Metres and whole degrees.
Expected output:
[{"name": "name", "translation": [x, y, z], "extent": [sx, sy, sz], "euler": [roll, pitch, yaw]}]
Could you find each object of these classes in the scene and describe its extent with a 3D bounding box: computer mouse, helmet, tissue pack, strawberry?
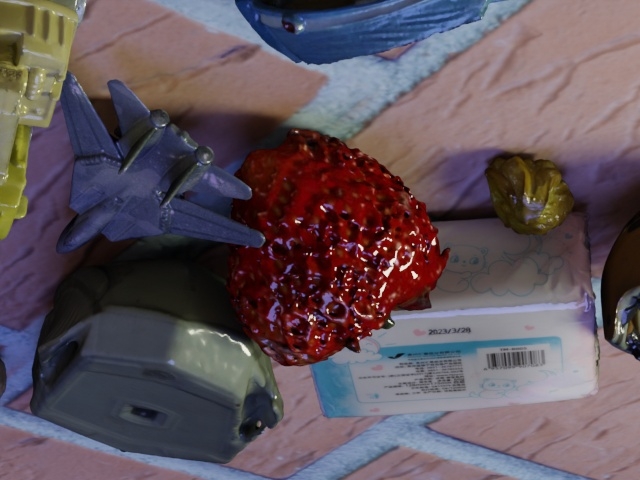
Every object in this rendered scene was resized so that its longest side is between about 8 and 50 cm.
[{"name": "computer mouse", "translation": [-0.155, 0.106, 1.826], "extent": [0.228, 0.145, 0.429], "euler": [13, 159, -10]}, {"name": "helmet", "translation": [0.344, 0.019, 1.700], "extent": [0.198, 0.130, 0.224], "euler": [21, 133, -39]}, {"name": "tissue pack", "translation": [0.120, 0.069, 1.784], "extent": [0.271, 0.124, 0.201], "euler": [-4, 150, 7]}, {"name": "strawberry", "translation": [0.000, 0.000, 1.623], "extent": [0.187, 0.184, 0.201], "euler": [-8, 129, 25]}]

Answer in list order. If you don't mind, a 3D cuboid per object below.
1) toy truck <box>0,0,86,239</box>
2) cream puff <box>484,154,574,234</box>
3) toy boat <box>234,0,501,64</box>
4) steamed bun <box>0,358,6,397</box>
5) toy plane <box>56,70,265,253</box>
[{"name": "toy truck", "translation": [-0.259, -0.099, 1.457], "extent": [0.124, 0.157, 0.272], "euler": [9, 148, -17]}, {"name": "cream puff", "translation": [0.180, -0.035, 1.670], "extent": [0.083, 0.058, 0.083], "euler": [9, 150, -12]}, {"name": "toy boat", "translation": [0.036, -0.197, 1.392], "extent": [0.215, 0.088, 0.102], "euler": [-15, 113, 24]}, {"name": "steamed bun", "translation": [-0.462, 0.155, 1.911], "extent": [0.295, 0.137, 0.292], "euler": [11, 144, -15]}, {"name": "toy plane", "translation": [-0.164, -0.043, 1.623], "extent": [0.212, 0.088, 0.267], "euler": [40, 154, -10]}]
